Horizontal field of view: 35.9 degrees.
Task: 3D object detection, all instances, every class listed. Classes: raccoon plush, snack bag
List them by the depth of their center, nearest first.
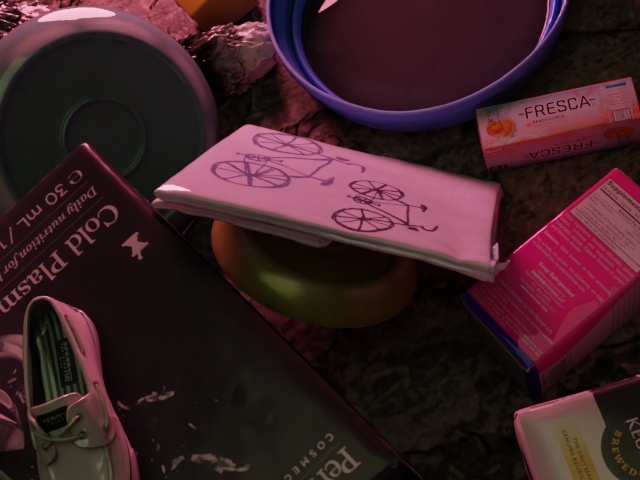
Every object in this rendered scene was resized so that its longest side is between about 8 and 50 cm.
[{"bbox_3d":[0.032,-0.048,1.061,0.343,0.323,0.037,13,109,7],"label":"snack bag"},{"bbox_3d":[-0.310,-0.272,1.249,0.446,0.299,0.216,-27,62,2],"label":"raccoon plush"}]

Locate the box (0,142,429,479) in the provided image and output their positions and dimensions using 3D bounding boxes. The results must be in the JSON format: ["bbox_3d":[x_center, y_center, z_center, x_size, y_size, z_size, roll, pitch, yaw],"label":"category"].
[{"bbox_3d":[-0.220,0.252,0.994,0.480,0.297,0.472,-45,65,-7],"label":"box"}]

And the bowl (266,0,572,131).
[{"bbox_3d":[0.127,-0.312,1.271,0.391,0.077,0.391,-6,65,13],"label":"bowl"}]

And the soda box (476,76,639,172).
[{"bbox_3d":[0.278,-0.134,1.154,0.183,0.063,0.058,-10,64,11],"label":"soda box"}]

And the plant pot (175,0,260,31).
[{"bbox_3d":[-0.151,-0.337,1.362,0.083,0.081,0.081,-46,62,6],"label":"plant pot"}]

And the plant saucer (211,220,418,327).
[{"bbox_3d":[0.000,0.000,1.106,0.241,0.037,0.241,12,38,-10],"label":"plant saucer"}]

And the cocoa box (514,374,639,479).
[{"bbox_3d":[0.310,0.276,0.714,0.228,0.231,0.347,-19,62,6],"label":"cocoa box"}]

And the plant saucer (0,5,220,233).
[{"bbox_3d":[-0.262,-0.122,1.184,0.317,0.317,0.044,-55,25,-12],"label":"plant saucer"}]

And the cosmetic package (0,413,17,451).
[{"bbox_3d":[-0.394,0.127,0.877,0.239,0.099,0.060,22,73,25],"label":"cosmetic package"}]

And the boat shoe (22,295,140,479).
[{"bbox_3d":[-0.214,0.152,0.827,0.083,0.076,0.226,-25,62,2],"label":"boat shoe"}]

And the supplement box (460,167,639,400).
[{"bbox_3d":[0.270,0.047,1.047,0.220,0.111,0.114,-38,61,-4],"label":"supplement box"}]
